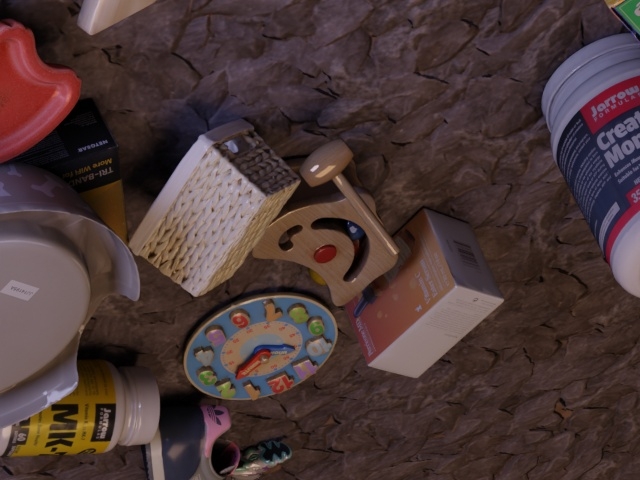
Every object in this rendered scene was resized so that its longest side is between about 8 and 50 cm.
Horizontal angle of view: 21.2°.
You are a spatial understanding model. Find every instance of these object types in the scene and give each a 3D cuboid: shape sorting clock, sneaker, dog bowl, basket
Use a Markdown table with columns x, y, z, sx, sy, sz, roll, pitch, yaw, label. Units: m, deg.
| x | y | z | sx | sy | sz | roll | pitch | yaw | label |
| --- | --- | --- | --- | --- | --- | --- | --- | --- | --- |
| -0.076 | 0.141 | 2.213 | 0.206 | 0.040 | 0.206 | -14 | 143 | -10 | shape sorting clock |
| -0.085 | 0.321 | 2.443 | 0.098 | 0.038 | 0.069 | -11 | 145 | 2 | sneaker |
| -0.170 | 0.335 | 2.355 | 0.131 | 0.112 | 0.319 | -12 | 144 | -7 | sneaker |
| -0.362 | 0.061 | 1.742 | 0.348 | 0.102 | 0.349 | -21 | 145 | -16 | dog bowl |
| -0.114 | -0.033 | 1.873 | 0.167 | 0.103 | 0.113 | -53 | 171 | 26 | basket |

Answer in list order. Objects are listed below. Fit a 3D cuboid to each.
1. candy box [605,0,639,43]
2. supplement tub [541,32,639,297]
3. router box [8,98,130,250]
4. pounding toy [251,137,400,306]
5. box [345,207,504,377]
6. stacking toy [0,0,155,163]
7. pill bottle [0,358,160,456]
| x | y | z | sx | sy | sz | roll | pitch | yaw | label |
| --- | --- | --- | --- | --- | --- | --- | --- | --- | --- |
| 0.376 | -0.365 | 1.602 | 0.317 | 0.268 | 0.122 | -36 | 137 | 20 | candy box |
| 0.378 | -0.085 | 1.952 | 0.191 | 0.272 | 0.191 | -13 | 143 | -10 | supplement tub |
| -0.362 | 0.000 | 1.829 | 0.308 | 0.081 | 0.243 | -20 | 144 | -16 | router box |
| 0.000 | 0.000 | 1.975 | 0.154 | 0.155 | 0.269 | -27 | 143 | 1 | pounding toy |
| 0.124 | 0.068 | 2.143 | 0.091 | 0.130 | 0.170 | 17 | 129 | -41 | box |
| -0.322 | -0.242 | 1.601 | 0.279 | 0.130 | 0.309 | -45 | 148 | -11 | stacking toy |
| -0.313 | 0.206 | 2.117 | 0.208 | 0.119 | 0.119 | 1 | 138 | -27 | pill bottle |
